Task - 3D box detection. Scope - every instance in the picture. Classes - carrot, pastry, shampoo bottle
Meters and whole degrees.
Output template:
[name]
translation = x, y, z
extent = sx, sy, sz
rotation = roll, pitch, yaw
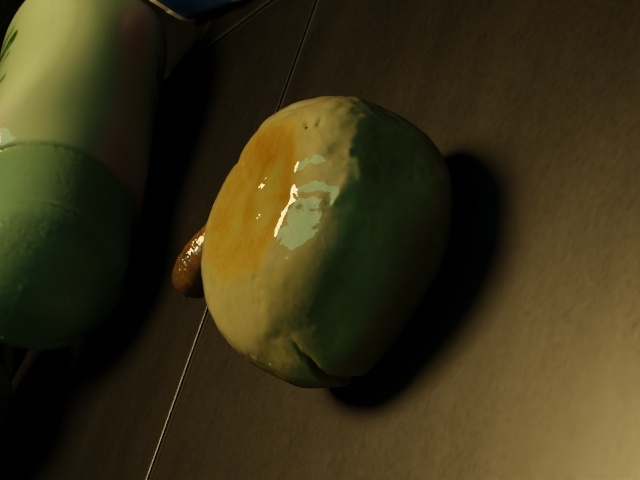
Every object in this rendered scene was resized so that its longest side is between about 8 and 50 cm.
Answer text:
[carrot]
translation = -0.046, -0.023, 0.968
extent = 0.165, 0.035, 0.036
rotation = -50, 25, 23
[pastry]
translation = 0.000, 0.000, 0.767
extent = 0.156, 0.092, 0.156
rotation = -46, 34, 44
[shampoo bottle]
translation = -0.220, -0.058, 1.233
extent = 0.222, 0.151, 0.350
rotation = -56, 22, 38

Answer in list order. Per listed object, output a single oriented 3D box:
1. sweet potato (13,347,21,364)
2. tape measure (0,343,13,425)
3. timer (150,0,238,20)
[sweet potato]
translation = -0.340, 0.166, 1.369
extent = 0.265, 0.057, 0.057
rotation = -64, 22, -9
[tape measure]
translation = -0.323, 0.117, 1.233
extent = 0.197, 0.120, 0.236
rotation = -76, -13, -60
[timer]
translation = -0.073, -0.328, 1.319
extent = 0.178, 0.078, 0.253
rotation = -3, 61, 64
